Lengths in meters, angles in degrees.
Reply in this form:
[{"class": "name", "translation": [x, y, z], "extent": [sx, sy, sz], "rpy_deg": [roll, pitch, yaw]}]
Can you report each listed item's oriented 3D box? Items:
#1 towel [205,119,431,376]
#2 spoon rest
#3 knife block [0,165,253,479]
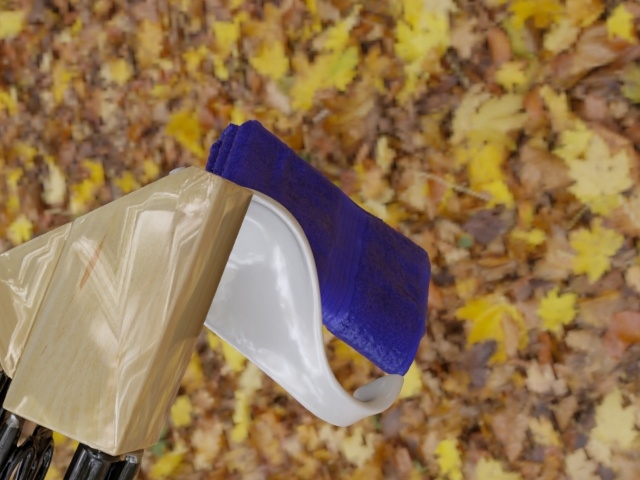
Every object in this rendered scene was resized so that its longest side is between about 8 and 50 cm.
[{"class": "towel", "translation": [0.000, 0.000, 1.443], "extent": [0.076, 0.308, 0.228], "rpy_deg": [-45, 21, 29]}, {"class": "spoon rest", "translation": [-0.031, 0.063, 1.055], "extent": [0.137, 0.084, 0.276], "rpy_deg": [-29, 116, 27]}, {"class": "knife block", "translation": [-0.145, 0.105, 0.913], "extent": [0.275, 0.088, 0.242], "rpy_deg": [-24, 82, 9]}]
